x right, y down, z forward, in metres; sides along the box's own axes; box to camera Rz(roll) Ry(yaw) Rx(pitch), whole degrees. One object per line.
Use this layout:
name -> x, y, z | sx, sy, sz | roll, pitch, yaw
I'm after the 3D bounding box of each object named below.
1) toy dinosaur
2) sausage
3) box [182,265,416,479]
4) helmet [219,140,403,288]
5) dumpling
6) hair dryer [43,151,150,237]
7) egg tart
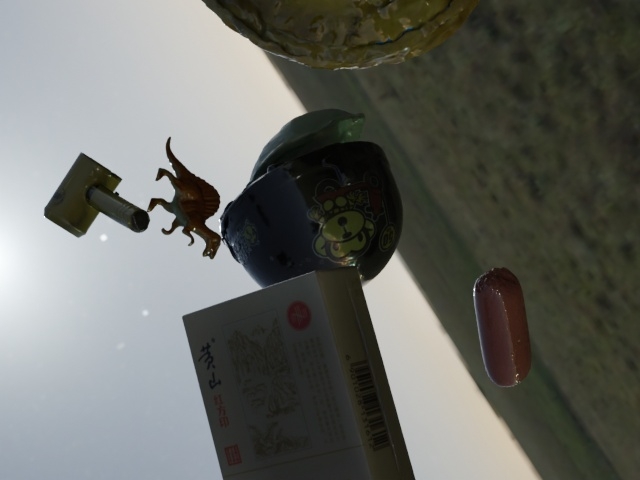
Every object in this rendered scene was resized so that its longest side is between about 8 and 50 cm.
toy dinosaur -> -0.234, -0.082, 2.122 | 0.057, 0.142, 0.212 | 136, 146, -73
sausage -> 0.226, 0.107, 1.450 | 0.062, 0.062, 0.154 | -117, 13, -64
box -> -0.015, 0.132, 0.872 | 0.058, 0.141, 0.201 | -6, -102, -56
helmet -> 0.000, 0.000, 1.500 | 0.160, 0.230, 0.279 | 62, 152, 21
dumpling -> -0.028, -0.101, 1.596 | 0.105, 0.216, 0.149 | 45, -163, -14
hair dryer -> -0.377, -0.055, 2.020 | 0.090, 0.135, 0.278 | 38, 172, -36
egg tart -> 0.019, -0.375, 1.254 | 0.388, 0.388, 0.169 | 57, 169, 5
